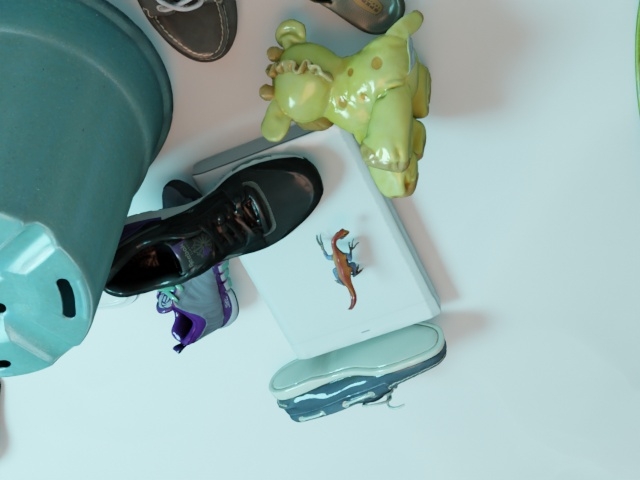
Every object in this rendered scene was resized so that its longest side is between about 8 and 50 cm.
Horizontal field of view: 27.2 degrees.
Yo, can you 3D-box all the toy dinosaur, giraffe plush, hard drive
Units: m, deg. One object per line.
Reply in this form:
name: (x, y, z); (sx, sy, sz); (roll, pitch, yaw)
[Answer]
toy dinosaur: (0.031, 0.025, 1.599); (0.047, 0.090, 0.082); (-24, 153, 0)
giraffe plush: (0.024, -0.158, 1.458); (0.170, 0.181, 0.210); (4, 141, 13)
hard drive: (0.000, 0.000, 1.647); (0.203, 0.040, 0.307); (-20, 121, 15)

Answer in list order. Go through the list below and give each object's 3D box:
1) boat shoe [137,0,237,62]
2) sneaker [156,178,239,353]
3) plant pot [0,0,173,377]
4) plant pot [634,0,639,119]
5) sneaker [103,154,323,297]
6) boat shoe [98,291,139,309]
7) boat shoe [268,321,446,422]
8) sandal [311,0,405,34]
boat shoe: (-0.175, -0.324, 1.403); (0.112, 0.095, 0.335); (-12, 122, 10)
sneaker: (-0.167, 0.037, 1.631); (0.083, 0.098, 0.223); (18, 135, 41)
plant pot: (-0.346, -0.055, 1.420); (0.341, 0.334, 0.341); (1, 134, 1)
plant pot: (0.557, -0.157, 1.361); (0.353, 0.366, 0.366); (-11, 123, -5)
sneaker: (-0.124, -0.002, 1.528); (0.283, 0.124, 0.107); (-24, 108, 6)
boat shoe: (-0.356, 0.060, 1.676); (0.258, 0.084, 0.095); (3, 124, 1)
boat shoe: (0.056, 0.179, 1.731); (0.254, 0.095, 0.079); (-22, 118, 18)
sandal: (-0.003, -0.289, 1.440); (0.219, 0.060, 0.090); (34, 119, -18)
